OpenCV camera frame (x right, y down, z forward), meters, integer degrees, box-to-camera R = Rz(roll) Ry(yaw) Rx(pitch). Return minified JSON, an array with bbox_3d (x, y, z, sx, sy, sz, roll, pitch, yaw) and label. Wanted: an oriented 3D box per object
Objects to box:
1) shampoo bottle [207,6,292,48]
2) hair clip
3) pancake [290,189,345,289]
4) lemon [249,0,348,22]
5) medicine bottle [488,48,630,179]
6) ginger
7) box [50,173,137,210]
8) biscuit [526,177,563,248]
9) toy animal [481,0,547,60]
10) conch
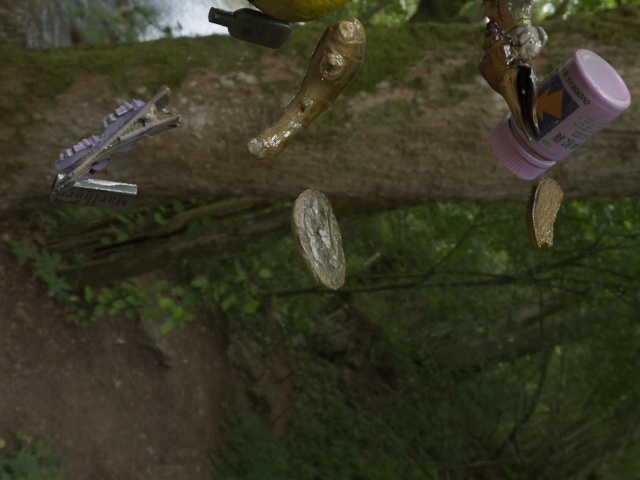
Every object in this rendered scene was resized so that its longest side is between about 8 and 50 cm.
[{"bbox_3d":[-0.142,-0.429,1.278,0.165,0.080,0.040,5,67,-33],"label":"shampoo bottle"},{"bbox_3d":[-0.376,-0.175,1.165,0.085,0.292,0.106,58,7,7],"label":"hair clip"},{"bbox_3d":[0.000,0.000,0.907,0.158,0.028,0.158,51,30,-45],"label":"pancake"},{"bbox_3d":[-0.034,-0.534,1.187,0.267,0.267,0.268,-7,90,-78],"label":"lemon"},{"bbox_3d":[0.561,-0.293,1.527,0.290,0.178,0.178,-44,-145,43],"label":"medicine bottle"},{"bbox_3d":[-0.016,-0.250,1.083,0.086,0.295,0.131,38,-2,-3],"label":"ginger"},{"bbox_3d":[-0.531,-0.112,1.497,0.115,0.177,0.036,-29,-121,55],"label":"box"},{"bbox_3d":[0.591,-0.075,1.685,0.228,0.031,0.176,-23,103,-47],"label":"biscuit"},{"bbox_3d":[0.429,-0.475,1.434,0.184,0.104,0.185,110,-42,-84],"label":"toy animal"},{"bbox_3d":[0.373,-0.313,1.240,0.233,0.086,0.080,48,41,-11],"label":"conch"}]
